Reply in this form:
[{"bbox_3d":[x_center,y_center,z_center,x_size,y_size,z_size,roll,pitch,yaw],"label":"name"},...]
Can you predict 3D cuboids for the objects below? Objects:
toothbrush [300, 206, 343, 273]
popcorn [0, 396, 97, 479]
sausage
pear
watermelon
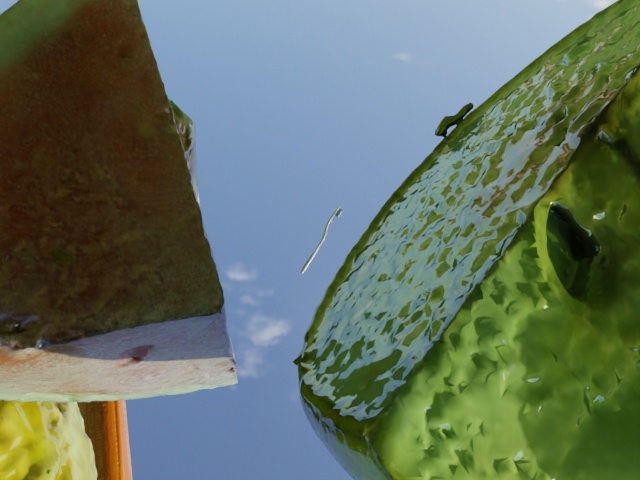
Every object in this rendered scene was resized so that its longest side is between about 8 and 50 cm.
[{"bbox_3d":[0.000,0.000,1.226,0.013,0.131,0.011,31,-178,3],"label":"toothbrush"},{"bbox_3d":[-0.279,0.195,0.478,0.282,0.282,0.247,3,-162,-19],"label":"popcorn"},{"bbox_3d":[-0.256,0.254,0.830,0.071,0.071,0.234,1,-129,-22],"label":"sausage"},{"bbox_3d":[0.188,0.061,0.442,0.318,0.238,0.342,43,-103,-10],"label":"pear"},{"bbox_3d":[-0.132,-0.013,0.434,0.176,0.260,0.256,-12,178,31],"label":"watermelon"}]
